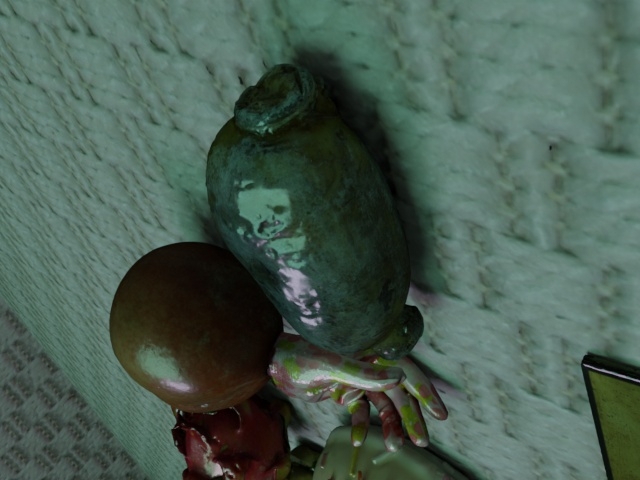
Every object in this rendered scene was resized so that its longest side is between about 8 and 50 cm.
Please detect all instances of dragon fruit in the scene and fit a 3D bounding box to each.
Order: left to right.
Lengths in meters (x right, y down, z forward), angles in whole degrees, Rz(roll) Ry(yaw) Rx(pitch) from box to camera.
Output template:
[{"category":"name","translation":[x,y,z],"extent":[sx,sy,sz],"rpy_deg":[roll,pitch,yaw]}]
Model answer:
[{"category":"dragon fruit","translation":[-0.186,0.368,1.448],"extent":[0.307,0.243,0.227],"rpy_deg":[39,-169,-1]}]

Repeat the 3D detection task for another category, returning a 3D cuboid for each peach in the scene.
[{"category":"peach","translation":[-0.168,0.126,1.082],"extent":[0.252,0.252,0.252],"rpy_deg":[32,151,20]}]

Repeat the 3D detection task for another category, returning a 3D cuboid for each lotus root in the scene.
[{"category":"lotus root","translation":[-0.002,0.001,0.759],"extent":[0.175,0.175,0.350],"rpy_deg":[11,139,45]}]

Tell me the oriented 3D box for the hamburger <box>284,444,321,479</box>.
[{"category":"hamburger","translation":[0.023,0.561,1.552],"extent":[0.285,0.134,0.265],"rpy_deg":[33,153,14]}]

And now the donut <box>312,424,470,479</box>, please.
[{"category":"donut","translation":[0.143,0.462,1.246],"extent":[0.382,0.142,0.383],"rpy_deg":[31,151,19]}]

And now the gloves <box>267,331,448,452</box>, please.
[{"category":"gloves","translation":[0.052,0.186,1.005],"extent":[0.241,0.126,0.145],"rpy_deg":[10,122,12]}]

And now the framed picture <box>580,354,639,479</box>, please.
[{"category":"framed picture","translation":[0.417,0.237,0.696],"extent":[0.338,0.014,0.255],"rpy_deg":[16,142,42]}]
